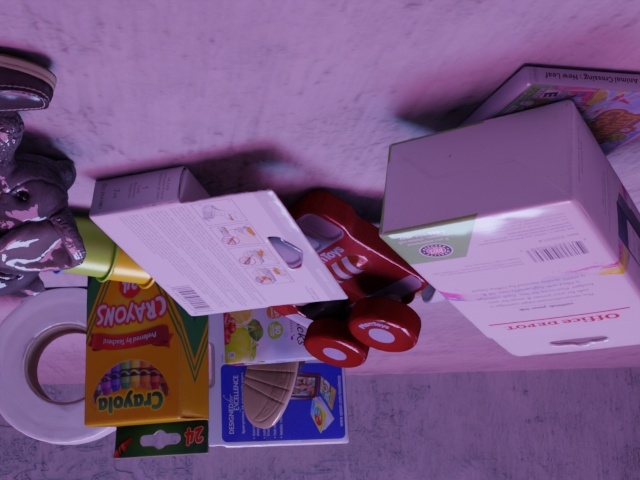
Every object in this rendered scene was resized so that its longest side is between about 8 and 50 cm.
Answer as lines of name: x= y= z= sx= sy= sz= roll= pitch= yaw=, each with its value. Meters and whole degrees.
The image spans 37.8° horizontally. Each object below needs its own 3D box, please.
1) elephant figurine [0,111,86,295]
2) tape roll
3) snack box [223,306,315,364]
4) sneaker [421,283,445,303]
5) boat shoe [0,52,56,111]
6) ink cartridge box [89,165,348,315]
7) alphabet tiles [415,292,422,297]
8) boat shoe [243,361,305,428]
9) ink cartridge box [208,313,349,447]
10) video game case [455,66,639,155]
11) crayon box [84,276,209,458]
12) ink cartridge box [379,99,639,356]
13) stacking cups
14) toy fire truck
elephant figurine: x=-0.327 y=-0.031 z=1.016 sx=0.239 sy=0.169 sz=0.186 roll=-28 pitch=-175 yaw=25
tape roll: x=-0.462 y=0.231 z=1.724 sx=0.286 sy=0.286 sz=0.100 roll=-1 pitch=166 yaw=-6
snack box: x=-0.056 y=0.114 z=1.553 sx=0.207 sy=0.174 sz=0.070 roll=-7 pitch=169 yaw=11
sneaker: x=0.259 y=0.035 z=1.445 sx=0.169 sy=0.108 sz=0.292 roll=3 pitch=164 yaw=-8
boat shoe: x=-0.339 y=-0.118 z=0.788 sx=0.224 sy=0.073 sz=0.080 roll=2 pitch=165 yaw=-16
ink cartridge box: x=-0.118 y=0.002 z=1.186 sx=0.239 sy=0.060 sz=0.275 roll=-8 pitch=147 yaw=18
alphabet tiles: x=0.156 y=0.092 z=1.846 sx=0.198 sy=0.009 sz=0.237 roll=6 pitch=163 yaw=-32
boat shoe: x=-0.065 y=0.200 z=1.699 sx=0.103 sy=0.285 sz=0.092 roll=10 pitch=179 yaw=28
ink cartridge box: x=-0.105 y=0.237 z=1.773 sx=0.307 sy=0.303 sz=0.072 roll=1 pitch=165 yaw=-13
video game case: x=0.253 y=-0.124 z=0.983 sx=0.193 sy=0.023 sz=0.212 roll=1 pitch=165 yaw=-15
crayon box: x=-0.276 y=0.183 z=1.488 sx=0.202 sy=0.318 sz=0.081 roll=-12 pitch=163 yaw=29
ink cartridge box: x=0.240 y=0.008 z=1.036 sx=0.207 sy=0.119 sz=0.353 roll=-11 pitch=147 yaw=30
stacking cups: x=-0.371 y=0.006 z=1.230 sx=0.316 sy=0.096 sz=0.096 roll=6 pitch=163 yaw=-32
toy fire truck: x=0.011 y=0.045 z=1.348 sx=0.254 sy=0.169 sz=0.302 roll=32 pitch=148 yaw=-20
